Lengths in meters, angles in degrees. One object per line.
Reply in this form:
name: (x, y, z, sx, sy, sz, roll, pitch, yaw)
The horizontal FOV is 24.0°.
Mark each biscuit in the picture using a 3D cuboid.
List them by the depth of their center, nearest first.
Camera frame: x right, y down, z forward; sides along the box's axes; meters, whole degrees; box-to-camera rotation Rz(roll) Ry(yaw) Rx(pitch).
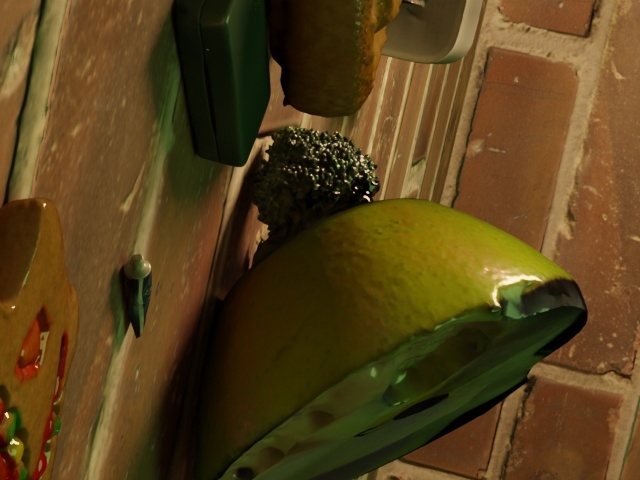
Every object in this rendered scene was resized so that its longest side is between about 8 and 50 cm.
biscuit: (-0.177, 0.099, 0.790, 0.238, 0.041, 0.212, -63, 165, -58)
biscuit: (0.023, -0.244, 1.215, 0.296, 0.102, 0.296, 5, 90, -87)

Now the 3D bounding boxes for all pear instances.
pear: (0.038, 0.088, 1.382, 0.399, 0.399, 0.165, 76, -12, -71)

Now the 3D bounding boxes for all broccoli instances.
broccoli: (-0.026, -0.017, 1.404, 0.204, 0.118, 0.122, 116, -32, -41)

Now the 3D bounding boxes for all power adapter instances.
power adapter: (0.120, -0.298, 1.724, 0.255, 0.124, 0.187, -30, 133, -78)

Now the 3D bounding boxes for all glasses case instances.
glasses case: (-0.068, -0.133, 1.097, 0.184, 0.039, 0.077, 87, 19, -60)

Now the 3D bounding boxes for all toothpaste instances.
toothpaste: (-0.128, 0.037, 1.061, 0.083, 0.019, 0.027, 98, -7, -54)
